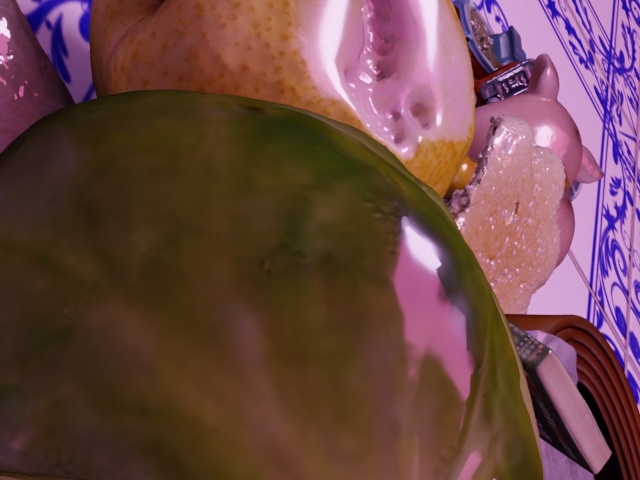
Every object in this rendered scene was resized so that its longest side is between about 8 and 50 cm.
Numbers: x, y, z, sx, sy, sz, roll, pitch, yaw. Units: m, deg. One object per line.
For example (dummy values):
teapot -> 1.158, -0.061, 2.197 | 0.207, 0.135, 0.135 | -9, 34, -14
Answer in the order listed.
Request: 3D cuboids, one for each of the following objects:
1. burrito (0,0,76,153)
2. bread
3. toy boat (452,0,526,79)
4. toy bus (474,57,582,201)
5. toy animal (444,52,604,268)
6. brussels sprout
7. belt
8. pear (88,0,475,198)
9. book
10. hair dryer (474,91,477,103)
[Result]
burrito -> -0.177, -0.063, 1.054 | 0.275, 0.059, 0.082 | 60, 34, -22
bread -> 0.164, 0.012, 1.560 | 0.182, 0.039, 0.251 | 47, 68, -38
toy boat -> 0.193, -0.233, 1.909 | 0.173, 0.059, 0.069 | 41, 38, -47
toy bus -> 0.233, -0.118, 1.877 | 0.174, 0.079, 0.077 | 66, -16, -16
toy animal -> 0.202, -0.056, 1.721 | 0.165, 0.149, 0.248 | 68, 32, -42
brussels sprout -> -0.036, 0.085, 0.867 | 0.371, 0.276, 0.315 | 36, 69, 0
belt -> 0.207, 0.219, 1.509 | 0.217, 0.122, 0.338 | -41, 118, -48
pear -> -0.028, -0.108, 1.083 | 0.271, 0.271, 0.271 | 43, 37, -45
book -> 0.108, 0.074, 1.326 | 0.264, 0.027, 0.202 | 34, -13, 35
hair dryer -> 0.142, -0.171, 1.789 | 0.137, 0.047, 0.082 | 15, 58, -67
